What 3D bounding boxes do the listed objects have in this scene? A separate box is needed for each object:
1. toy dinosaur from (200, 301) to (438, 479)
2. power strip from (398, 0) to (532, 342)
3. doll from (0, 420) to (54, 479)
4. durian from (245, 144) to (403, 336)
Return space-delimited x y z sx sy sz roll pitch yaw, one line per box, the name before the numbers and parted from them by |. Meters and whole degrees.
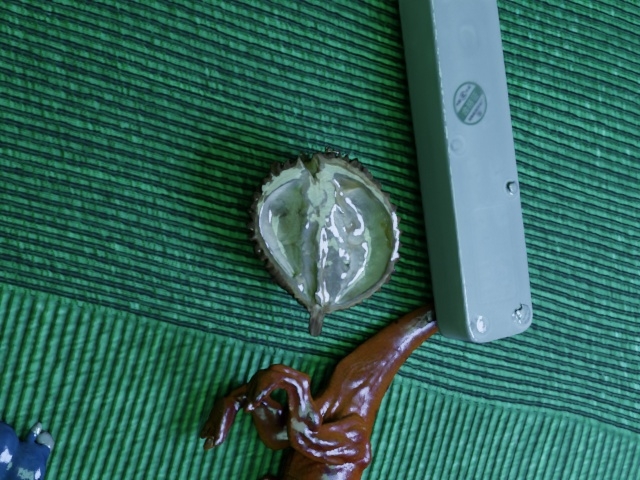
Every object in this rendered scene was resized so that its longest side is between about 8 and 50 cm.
toy dinosaur | 0.002 0.173 1.087 0.208 0.097 0.432 31 88 -29
power strip | 0.143 -0.093 1.101 0.091 0.062 0.385 -10 95 -34
doll | -0.290 0.198 1.017 0.083 0.050 0.076 25 84 -17
durian | 0.000 0.000 1.069 0.148 0.091 0.188 2 99 -6
